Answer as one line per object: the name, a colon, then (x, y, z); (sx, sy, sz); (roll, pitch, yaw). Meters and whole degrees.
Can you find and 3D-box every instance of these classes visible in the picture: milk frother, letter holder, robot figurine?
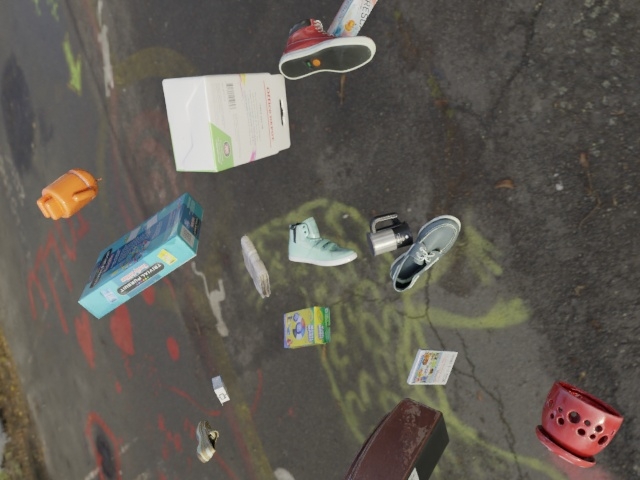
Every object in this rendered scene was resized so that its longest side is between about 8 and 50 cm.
milk frother: (0.217, -0.024, 1.807); (0.143, 0.134, 0.129); (123, 131, -83)
letter holder: (0.177, 0.582, 1.476); (0.214, 0.302, 0.152); (16, 142, 37)
robot figurine: (-0.861, -0.164, 1.888); (0.128, 0.219, 0.158); (47, 141, -11)

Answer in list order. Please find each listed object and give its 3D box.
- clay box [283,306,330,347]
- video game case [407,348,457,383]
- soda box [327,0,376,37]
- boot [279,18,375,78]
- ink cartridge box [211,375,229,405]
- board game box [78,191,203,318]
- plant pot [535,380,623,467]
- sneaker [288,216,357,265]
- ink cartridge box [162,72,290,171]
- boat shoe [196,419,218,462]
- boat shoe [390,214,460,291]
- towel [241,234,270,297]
clay box: (-0.050, 0.309, 1.939); (0.222, 0.053, 0.128); (-23, 64, 50)
video game case: (0.262, 0.296, 1.278); (0.011, 0.121, 0.087); (34, 109, 54)
soda box: (0.091, -0.598, 1.412); (0.183, 0.058, 0.063); (-55, 31, 31)
boot: (0.023, -0.503, 1.362); (0.244, 0.088, 0.176); (-3, 56, 21)
ink cartridge box: (-0.300, 0.455, 1.656); (0.048, 0.028, 0.083); (-119, 12, -49)
board game box: (-0.486, 0.035, 1.514); (0.335, 0.079, 0.254); (-32, 29, 12)
plant pot: (0.704, 0.510, 1.518); (0.191, 0.191, 0.174); (33, 100, 41)
sneaker: (-0.001, 0.000, 1.853); (0.255, 0.094, 0.151); (4, 107, 26)
ink cartridge box: (-0.210, -0.297, 1.329); (0.119, 0.353, 0.207); (3, 107, 25)
boat shoe: (-0.382, 0.680, 1.886); (0.068, 0.072, 0.190); (52, -178, -25)
boat shoe: (0.329, 0.050, 1.731); (0.116, 0.099, 0.319); (31, 129, -10)
towel: (-0.260, 0.113, 2.182); (0.187, 0.049, 0.282); (59, 165, 23)
